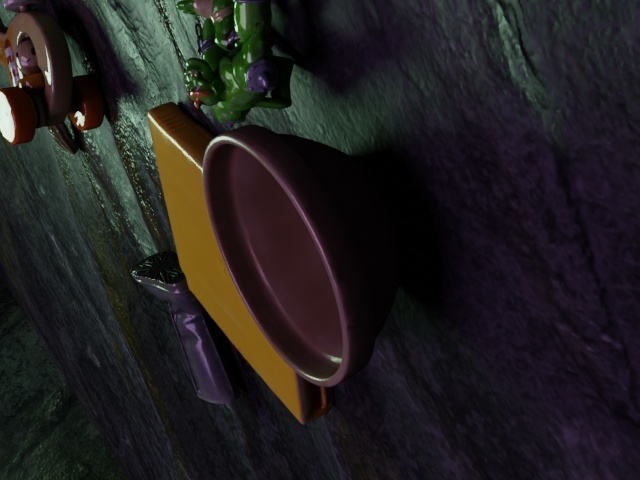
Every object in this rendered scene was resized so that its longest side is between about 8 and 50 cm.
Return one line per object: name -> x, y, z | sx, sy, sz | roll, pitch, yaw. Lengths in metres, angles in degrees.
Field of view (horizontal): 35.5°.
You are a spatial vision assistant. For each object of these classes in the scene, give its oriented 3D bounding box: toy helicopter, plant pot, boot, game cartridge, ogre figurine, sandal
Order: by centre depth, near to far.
plant pot -> 0.000, 0.000, 0.874 | 0.237, 0.110, 0.237 | 48, 152, 36
ogre figurine -> -0.072, -0.174, 0.887 | 0.197, 0.097, 0.118 | -16, 80, 52
game cartridge -> -0.098, 0.021, 1.190 | 0.324, 0.053, 0.285 | 44, 150, 44
boot -> -0.199, 0.129, 1.496 | 0.189, 0.076, 0.208 | 27, 143, 58
toy helicopter -> -0.468, -0.304, 1.529 | 0.355, 0.140, 0.235 | 31, 129, 47
sandal -> -0.455, -0.226, 1.703 | 0.072, 0.049, 0.180 | 31, 154, 46
